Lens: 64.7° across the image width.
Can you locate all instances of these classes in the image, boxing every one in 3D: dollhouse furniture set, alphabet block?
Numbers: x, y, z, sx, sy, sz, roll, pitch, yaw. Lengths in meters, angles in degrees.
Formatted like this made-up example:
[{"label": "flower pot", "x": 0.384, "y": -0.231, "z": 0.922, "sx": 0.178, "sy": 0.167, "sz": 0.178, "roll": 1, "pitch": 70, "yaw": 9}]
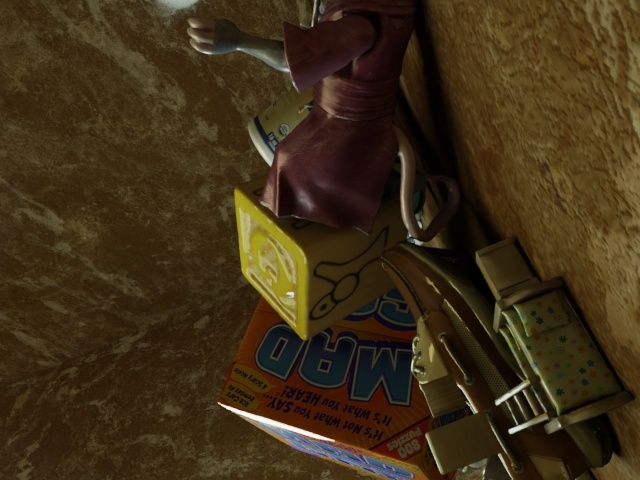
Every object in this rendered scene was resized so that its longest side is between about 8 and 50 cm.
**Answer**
[{"label": "dollhouse furniture set", "x": 0.148, "y": 0.093, "z": 0.466, "sx": 0.101, "sy": 0.161, "sz": 0.182, "roll": 55, "pitch": -168, "yaw": -61}, {"label": "alphabet block", "x": 0.000, "y": 0.000, "z": 0.799, "sx": 0.193, "sy": 0.197, "sz": 0.192, "roll": 40, "pitch": 143, "yaw": 37}]

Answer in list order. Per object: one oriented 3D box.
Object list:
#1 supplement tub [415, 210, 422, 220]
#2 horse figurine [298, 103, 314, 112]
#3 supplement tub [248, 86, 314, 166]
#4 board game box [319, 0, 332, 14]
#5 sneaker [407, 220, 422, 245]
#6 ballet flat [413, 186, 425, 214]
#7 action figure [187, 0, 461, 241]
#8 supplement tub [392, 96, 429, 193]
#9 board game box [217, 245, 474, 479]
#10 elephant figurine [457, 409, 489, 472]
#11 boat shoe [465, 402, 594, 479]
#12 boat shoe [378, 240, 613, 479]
[{"label": "supplement tub", "x": 0.081, "y": -0.087, "z": 1.352, "sx": 0.207, "sy": 0.338, "sz": 0.207, "roll": -23, "pitch": -90, "yaw": -84}, {"label": "horse figurine", "x": 0.026, "y": -0.381, "z": 1.265, "sx": 0.066, "sy": 0.174, "sz": 0.263, "roll": -169, "pitch": 70, "yaw": -74}, {"label": "supplement tub", "x": -0.019, "y": -0.332, "z": 1.436, "sx": 0.228, "sy": 0.316, "sz": 0.228, "roll": 51, "pitch": -167, "yaw": -17}, {"label": "board game box", "x": 0.030, "y": -0.571, "z": 1.301, "sx": 0.160, "sy": 0.039, "sz": 0.211, "roll": 45, "pitch": -156, "yaw": -72}, {"label": "sneaker", "x": 0.244, "y": -0.070, "z": 1.553, "sx": 0.153, "sy": 0.094, "sz": 0.235, "roll": 60, "pitch": -167, "yaw": 24}, {"label": "ballet flat", "x": 0.169, "y": -0.157, "z": 1.035, "sx": 0.073, "sy": 0.080, "sz": 0.232, "roll": 4, "pitch": -118, "yaw": -51}, {"label": "action figure", "x": 0.039, "y": -0.162, "z": 0.563, "sx": 0.275, "sy": 0.248, "sz": 0.370, "roll": 27, "pitch": 140, "yaw": 18}, {"label": "supplement tub", "x": 0.094, "y": -0.171, "z": 0.887, "sx": 0.144, "sy": 0.144, "sz": 0.200, "roll": 51, "pitch": -163, "yaw": -68}, {"label": "board game box", "x": 0.094, "y": 0.238, "z": 0.986, "sx": 0.356, "sy": 0.356, "sz": 0.356, "roll": 59, "pitch": -134, "yaw": -51}, {"label": "elephant figurine", "x": 0.391, "y": 0.527, "z": 1.315, "sx": 0.169, "sy": 0.239, "sz": 0.186, "roll": 27, "pitch": -140, "yaw": -80}, {"label": "boat shoe", "x": 0.292, "y": 0.324, "z": 0.711, "sx": 0.355, "sy": 0.130, "sz": 0.132, "roll": -107, "pitch": -9, "yaw": -45}, {"label": "boat shoe", "x": 0.159, "y": 0.131, "z": 0.572, "sx": 0.324, "sy": 0.120, "sz": 0.122, "roll": 51, "pitch": 180, "yaw": 38}]
